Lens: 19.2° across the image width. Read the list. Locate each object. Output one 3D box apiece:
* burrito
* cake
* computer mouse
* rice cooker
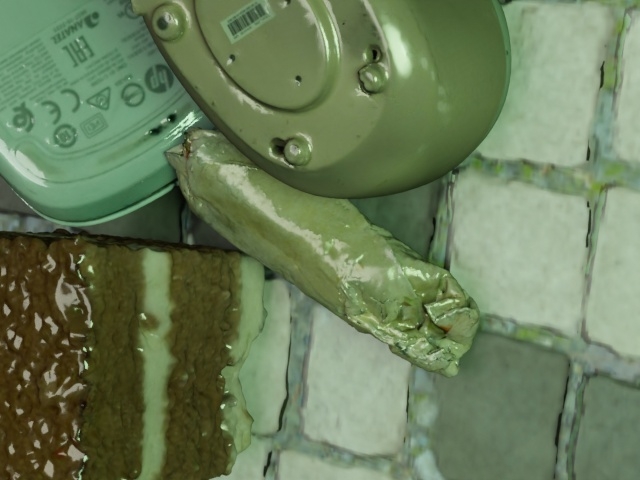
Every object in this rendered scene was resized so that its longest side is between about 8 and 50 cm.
[{"bbox_3d":[-0.001,0.000,0.939,0.188,0.045,0.058,35,112,15],"label":"burrito"},{"bbox_3d":[-0.119,0.059,0.984,0.135,0.147,0.135,5,95,34],"label":"cake"},{"bbox_3d":[-0.152,-0.148,1.022,0.159,0.097,0.288,-33,86,-2],"label":"computer mouse"},{"bbox_3d":[-0.003,-0.113,0.902,0.145,0.127,0.206,-42,86,31],"label":"rice cooker"}]
